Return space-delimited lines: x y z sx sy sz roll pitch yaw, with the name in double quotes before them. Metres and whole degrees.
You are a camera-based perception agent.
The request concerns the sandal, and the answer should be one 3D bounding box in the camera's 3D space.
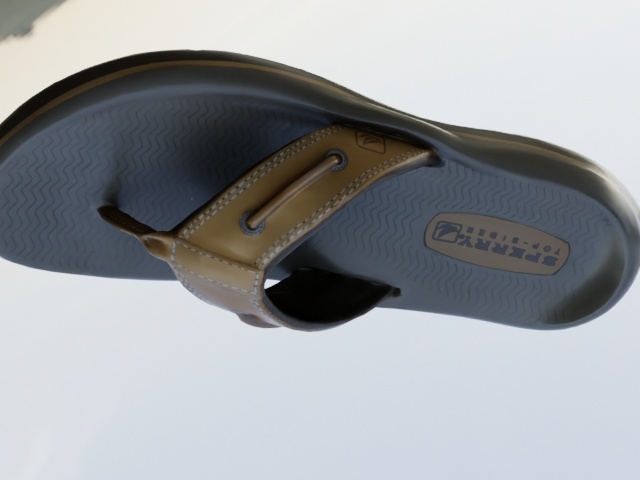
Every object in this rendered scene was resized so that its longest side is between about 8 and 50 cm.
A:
"sandal" 0.000 0.000 0.474 0.060 0.219 0.090 -92 -161 -50
